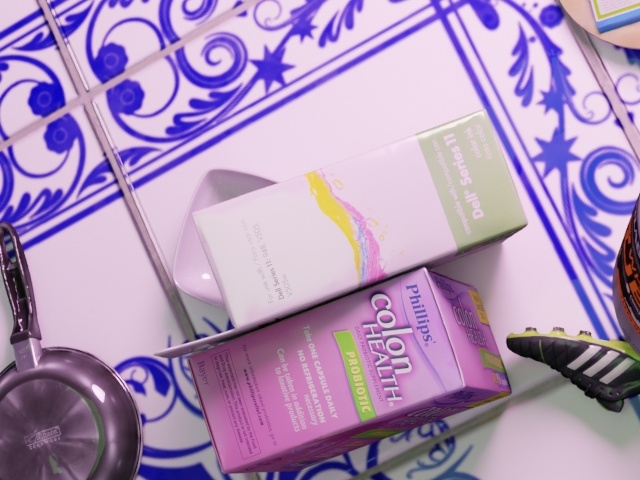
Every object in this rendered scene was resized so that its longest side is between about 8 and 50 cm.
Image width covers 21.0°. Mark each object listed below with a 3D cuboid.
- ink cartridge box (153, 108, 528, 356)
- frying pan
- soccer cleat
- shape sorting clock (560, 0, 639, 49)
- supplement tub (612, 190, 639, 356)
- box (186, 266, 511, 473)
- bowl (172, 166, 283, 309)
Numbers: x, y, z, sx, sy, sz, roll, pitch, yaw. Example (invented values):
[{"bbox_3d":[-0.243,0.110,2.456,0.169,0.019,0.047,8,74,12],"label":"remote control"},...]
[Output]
[{"bbox_3d":[0.000,0.000,1.617,0.353,0.207,0.119,-20,86,-2],"label":"ink cartridge box"},{"bbox_3d":[-0.277,0.146,1.825,0.197,0.053,0.326,4,88,17],"label":"frying pan"},{"bbox_3d":[0.262,0.124,1.647,0.179,0.060,0.072,9,88,16],"label":"soccer cleat"},{"bbox_3d":[0.325,-0.286,1.681,0.206,0.040,0.206,-2,84,21],"label":"shape sorting clock"},{"bbox_3d":[0.358,0.007,1.477,0.193,0.316,0.194,-1,72,3],"label":"supplement tub"},{"bbox_3d":[0.033,0.129,1.637,0.243,0.213,0.117,-22,77,14],"label":"box"},{"bbox_3d":[-0.071,0.005,1.769,0.142,0.053,0.142,17,89,18],"label":"bowl"}]
